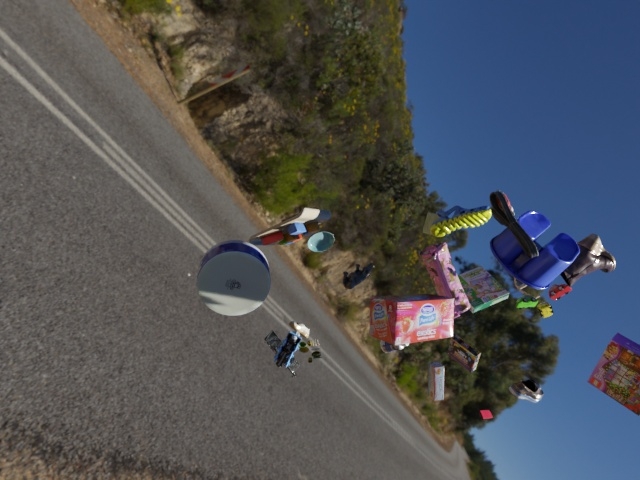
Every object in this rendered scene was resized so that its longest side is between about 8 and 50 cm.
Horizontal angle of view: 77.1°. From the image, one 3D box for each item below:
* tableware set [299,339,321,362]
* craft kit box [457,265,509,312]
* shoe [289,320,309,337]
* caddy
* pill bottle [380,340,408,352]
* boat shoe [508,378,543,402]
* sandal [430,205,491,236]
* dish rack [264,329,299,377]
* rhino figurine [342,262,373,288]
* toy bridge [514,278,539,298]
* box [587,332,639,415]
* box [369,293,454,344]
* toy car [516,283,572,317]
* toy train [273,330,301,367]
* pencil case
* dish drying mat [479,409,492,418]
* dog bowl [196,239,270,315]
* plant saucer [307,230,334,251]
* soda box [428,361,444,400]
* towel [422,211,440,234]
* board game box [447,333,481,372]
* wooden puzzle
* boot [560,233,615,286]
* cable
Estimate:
[{"bbox_3d":[-0.051,0.541,1.954,0.024,0.104,0.154,-93,175,-52],"label":"tableware set"},{"bbox_3d":[0.929,0.285,2.376,0.246,0.250,0.061,-124,-160,-47],"label":"craft kit box"},{"bbox_3d":[-0.121,0.512,2.361,0.076,0.058,0.219,25,-18,33],"label":"shoe"},{"bbox_3d":[0.745,0.039,1.423,0.341,0.179,0.241,-19,58,-46],"label":"caddy"},{"bbox_3d":[0.339,0.468,1.829,0.067,0.120,0.067,32,45,-39],"label":"pill bottle"},{"bbox_3d":[0.796,0.565,1.519,0.183,0.066,0.066,15,29,-33],"label":"boat shoe"},{"bbox_3d":[0.719,-0.129,2.081,0.126,0.317,0.138,42,43,-44],"label":"sandal"},{"bbox_3d":[-0.185,0.561,1.982,0.208,0.074,0.271,53,-16,-7],"label":"dish rack"},{"bbox_3d":[0.204,0.179,2.103,0.073,0.243,0.106,33,-51,33],"label":"rhino figurine"},{"bbox_3d":[1.089,0.244,2.154,0.188,0.063,0.026,62,4,31],"label":"toy bridge"},{"bbox_3d":[1.200,0.523,1.564,0.201,0.057,0.293,37,-34,42],"label":"box"},{"bbox_3d":[0.287,0.239,1.251,0.122,0.257,0.128,1,-91,58],"label":"box"},{"bbox_3d":[1.024,0.280,1.892,0.053,0.225,0.239,-98,-171,-46],"label":"toy car"},{"bbox_3d":[-0.144,0.474,1.765,0.080,0.184,0.105,27,23,1],"label":"toy train"},{"bbox_3d":[0.653,0.206,2.105,0.160,0.167,0.386,-19,-86,64],"label":"pencil case"},{"bbox_3d":[0.660,0.694,1.602,0.083,0.008,0.032,18,43,-40],"label":"dish drying mat"},{"bbox_3d":[-0.317,0.139,1.474,0.265,0.265,0.104,64,-1,-25],"label":"dog bowl"},{"bbox_3d":[0.000,0.000,1.733,0.119,0.119,0.021,63,6,-47],"label":"plant saucer"},{"bbox_3d":[0.590,0.720,2.052,0.063,0.058,0.183,-159,-112,-71],"label":"soda box"},{"bbox_3d":[0.728,-0.109,2.616,0.110,0.148,0.027,17,2,43],"label":"towel"},{"bbox_3d":[0.806,0.636,2.265,0.170,0.048,0.141,37,-42,43],"label":"board game box"},{"bbox_3d":[-0.139,-0.045,2.013,0.322,0.348,0.080,0,65,-64],"label":"wooden puzzle"},{"bbox_3d":[1.089,0.110,1.654,0.248,0.207,0.090,42,2,-28],"label":"boot"},{"bbox_3d":[0.636,-0.070,1.312,0.287,0.072,0.139,-108,175,-54],"label":"cable"}]
